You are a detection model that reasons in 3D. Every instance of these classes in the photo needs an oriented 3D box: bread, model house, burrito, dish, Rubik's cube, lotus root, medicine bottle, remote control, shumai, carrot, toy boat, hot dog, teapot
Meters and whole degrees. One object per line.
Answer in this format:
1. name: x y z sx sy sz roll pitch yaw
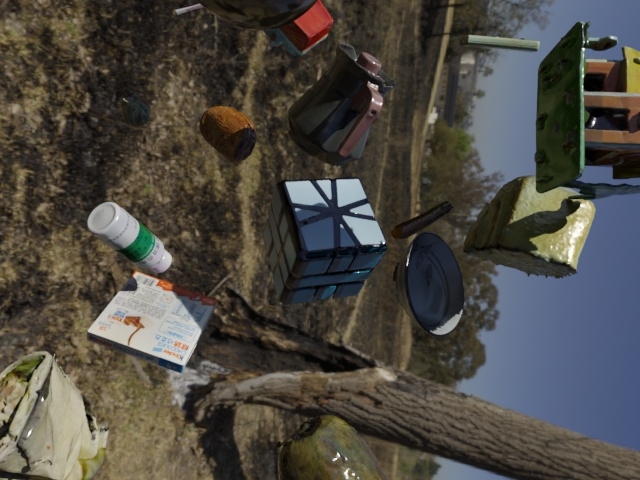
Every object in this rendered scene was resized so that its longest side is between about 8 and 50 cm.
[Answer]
1. bread: 0.583 -0.049 1.301 0.395 0.239 0.264 77 37 -85
2. model house: 0.630 -0.243 1.017 0.340 0.323 0.301 55 38 -84
3. burrito: -0.505 0.368 0.863 0.332 0.135 0.191 89 -6 -46
4. dish: 0.314 0.137 1.448 0.316 0.106 0.317 15 68 -41
5. Rubik's cube: 0.000 0.000 1.456 0.284 0.288 0.294 114 -37 -49
6. lotus root: 0.037 0.435 0.787 0.275 0.160 0.152 57 22 1
7. medicine bottle: -0.484 0.003 1.231 0.260 0.095 0.095 61 37 -60
8. remote control: 0.551 -0.610 1.467 0.098 0.233 0.038 -89 -177 -69
9. shumai: -0.515 -0.360 1.290 0.082 0.083 0.080 -45 163 0
10. carrot: 0.257 -0.052 1.195 0.042 0.170 0.042 59 -7 12
11. toy boat: -0.126 -0.591 1.124 0.145 0.332 0.133 -47 -167 -29
12. hot dog: -0.376 -0.433 1.932 0.122 0.272 0.196 -2 125 -55
13. teapot: 0.081 -0.448 1.611 0.362 0.305 0.376 -56 -150 29

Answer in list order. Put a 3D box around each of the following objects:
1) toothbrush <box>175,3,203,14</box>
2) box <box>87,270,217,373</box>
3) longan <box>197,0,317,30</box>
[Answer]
1. toothbrush: -0.377 -0.769 1.546 0.014 0.194 0.017 83 -15 -54
2. box: -0.468 0.225 1.357 0.265 0.273 0.048 -71 -177 -55
3. longan: -0.101 -0.470 0.686 0.297 0.296 0.298 6 90 -77
